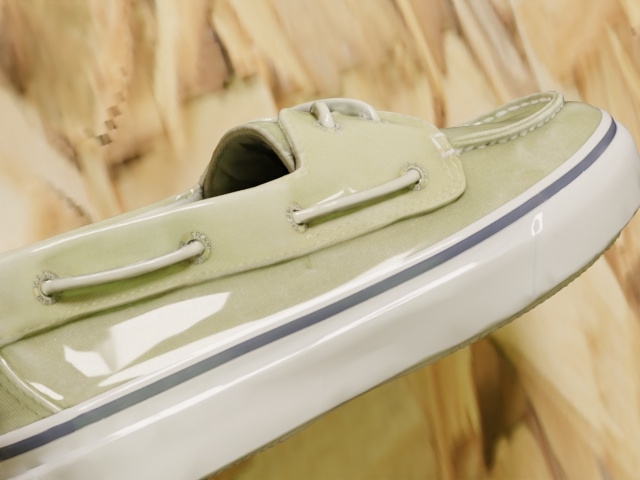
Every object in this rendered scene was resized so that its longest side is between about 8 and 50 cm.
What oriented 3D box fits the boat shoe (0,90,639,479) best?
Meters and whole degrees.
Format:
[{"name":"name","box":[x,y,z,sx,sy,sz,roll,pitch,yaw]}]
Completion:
[{"name":"boat shoe","box":[0.000,0.000,0.675,0.302,0.109,0.094,-28,101,-38]}]
